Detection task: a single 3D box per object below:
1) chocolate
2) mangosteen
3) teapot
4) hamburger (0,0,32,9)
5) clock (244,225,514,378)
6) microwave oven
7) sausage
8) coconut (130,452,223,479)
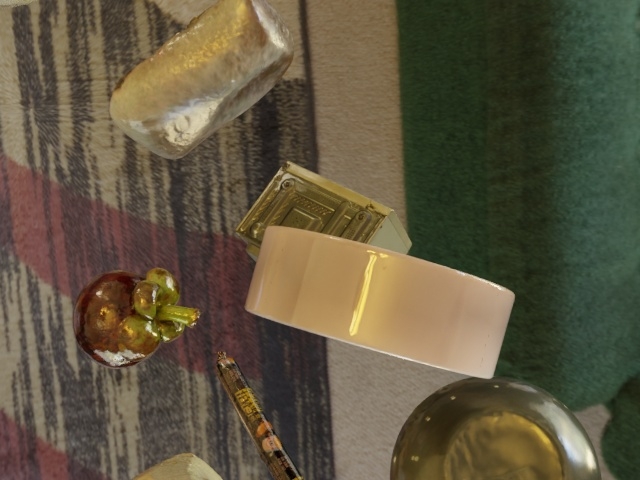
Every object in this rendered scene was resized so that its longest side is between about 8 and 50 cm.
[{"bbox_3d":[-0.172,-0.238,1.270,0.303,0.100,0.185,-35,153,11],"label":"chocolate"},{"bbox_3d":[-0.276,0.108,1.204,0.146,0.181,0.156,24,60,-44],"label":"mangosteen"},{"bbox_3d":[0.155,0.238,0.784,0.183,0.251,0.183,-1,66,2],"label":"teapot"},{"bbox_3d":[-0.474,-0.451,1.096,0.151,0.227,0.295,-25,105,-12],"label":"hamburger"},{"bbox_3d":[0.044,0.047,0.630,0.197,0.197,0.068,18,86,-21],"label":"clock"},{"bbox_3d":[0.000,0.000,1.422,0.194,0.240,0.145,-53,146,-14],"label":"microwave oven"},{"bbox_3d":[-0.056,0.186,0.802,0.028,0.198,0.025,-27,151,-13],"label":"sausage"},{"bbox_3d":[-0.278,0.567,1.548,0.254,0.297,0.297,-42,109,-5],"label":"coconut"}]
